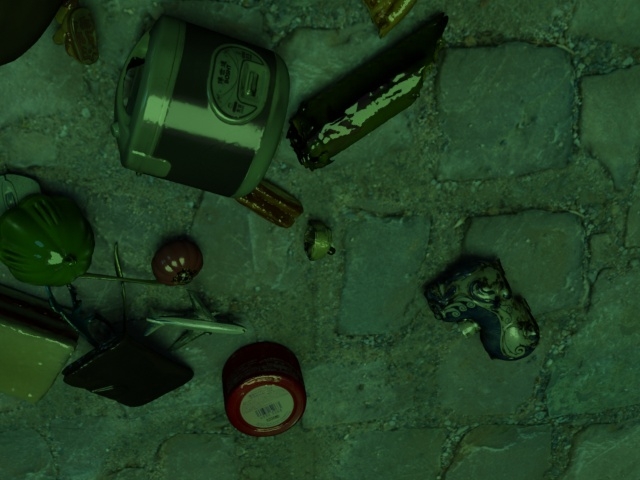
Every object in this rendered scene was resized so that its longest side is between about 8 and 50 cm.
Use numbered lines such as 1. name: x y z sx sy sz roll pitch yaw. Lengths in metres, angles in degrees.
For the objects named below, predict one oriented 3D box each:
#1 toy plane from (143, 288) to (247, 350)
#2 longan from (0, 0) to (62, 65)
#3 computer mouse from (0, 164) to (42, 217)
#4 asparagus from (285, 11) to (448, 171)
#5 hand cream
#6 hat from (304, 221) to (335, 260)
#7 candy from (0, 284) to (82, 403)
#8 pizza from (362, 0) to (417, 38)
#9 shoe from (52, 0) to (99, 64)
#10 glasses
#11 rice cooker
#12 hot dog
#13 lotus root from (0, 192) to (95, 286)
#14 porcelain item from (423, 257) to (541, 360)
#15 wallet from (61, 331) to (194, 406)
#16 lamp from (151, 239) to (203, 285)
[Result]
1. toy plane: -0.270 0.179 1.659 0.226 0.058 0.226 1 139 -23
2. longan: -0.562 -0.428 1.098 0.404 0.336 0.405 -2 98 -16
3. computer mouse: -0.575 -0.033 1.482 0.113 0.068 0.229 -13 121 -6
4. asparagus: 0.104 -0.278 1.453 0.381 0.128 0.108 -33 156 7
5. hand cream: -0.129 0.340 1.752 0.193 0.125 0.193 -4 118 -7
6. hat: 0.000 0.001 1.610 0.059 0.077 0.076 -1 119 -11
7. candy: -0.670 0.190 1.554 0.320 0.135 0.179 24 112 -21
8. pizza: 0.138 -0.498 1.368 0.134 0.056 0.271 16 114 -28
9. shoe: -0.426 -0.358 1.326 0.072 0.069 0.109 -49 137 -25
10. glasses: -0.441 0.111 1.599 0.207 0.102 0.239 -43 121 -18
11. rice cooker: -0.212 -0.232 1.328 0.276 0.288 0.288 16 115 -18
12. hot dog: -0.112 -0.084 1.559 0.165 0.045 0.071 31 111 -25
13. lotus root: -0.485 0.017 1.413 0.186 0.186 0.186 -5 120 -9
14. porcelain item: 0.376 0.172 1.755 0.186 0.138 0.288 -30 120 19
15. wallet: -0.403 0.285 1.632 0.165 0.042 0.309 -32 152 3
16. lamp: -0.292 0.046 1.570 0.107 0.092 0.107 -26 154 -14
